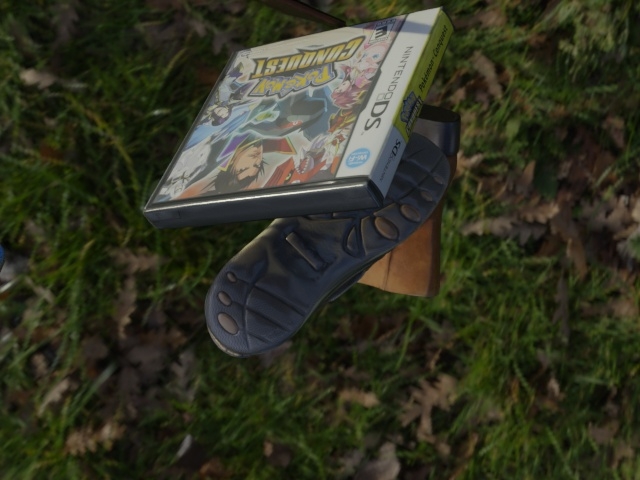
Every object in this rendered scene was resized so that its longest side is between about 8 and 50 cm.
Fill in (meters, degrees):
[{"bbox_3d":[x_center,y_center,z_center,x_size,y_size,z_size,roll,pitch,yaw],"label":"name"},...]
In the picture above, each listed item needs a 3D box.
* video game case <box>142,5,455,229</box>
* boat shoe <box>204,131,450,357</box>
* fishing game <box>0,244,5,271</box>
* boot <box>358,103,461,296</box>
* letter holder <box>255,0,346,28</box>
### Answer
[{"bbox_3d":[-0.022,-0.122,1.148,0.275,0.248,0.035,-5,137,35],"label":"video game case"},{"bbox_3d":[0.000,0.000,1.318,0.132,0.355,0.130,51,159,4],"label":"boat shoe"},{"bbox_3d":[-0.407,0.013,1.139,0.189,0.264,0.041,21,152,-35],"label":"fishing game"},{"bbox_3d":[0.068,-0.074,1.649,0.264,0.096,0.280,15,118,16],"label":"boot"},{"bbox_3d":[-0.058,-0.320,1.122,0.214,0.302,0.152,29,101,47],"label":"letter holder"}]
